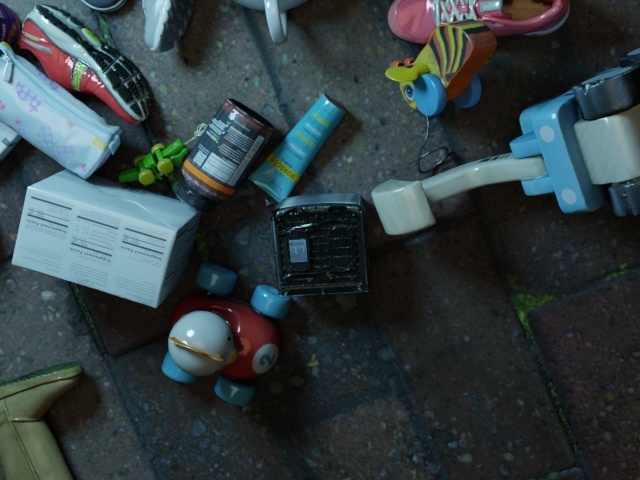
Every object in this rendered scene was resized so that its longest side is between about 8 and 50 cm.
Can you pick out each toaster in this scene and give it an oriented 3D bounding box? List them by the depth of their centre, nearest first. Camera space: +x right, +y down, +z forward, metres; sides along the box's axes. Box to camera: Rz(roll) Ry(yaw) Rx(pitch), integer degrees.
[{"bbox_3d":[0.000,0.000,1.848,0.168,0.110,0.185,-4,105,5],"label":"toaster"}]

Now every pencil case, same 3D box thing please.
[{"bbox_3d":[-0.479,-0.226,1.828,0.273,0.113,0.124,38,129,-13],"label":"pencil case"}]

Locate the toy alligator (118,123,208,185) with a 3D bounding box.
[{"bbox_3d":[-0.274,-0.144,1.895,0.190,0.056,0.051,-30,138,3],"label":"toy alligator"}]

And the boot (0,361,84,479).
[{"bbox_3d":[-0.506,0.379,1.972,0.236,0.089,0.269,-18,96,18],"label":"boot"}]

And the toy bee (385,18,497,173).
[{"bbox_3d":[0.179,-0.274,1.770,0.298,0.195,0.162,-52,58,33],"label":"toy bee"}]

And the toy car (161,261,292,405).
[{"bbox_3d":[-0.180,0.182,1.832,0.210,0.238,0.219,23,100,2],"label":"toy car"}]

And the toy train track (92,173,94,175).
[{"bbox_3d":[-0.423,-0.117,1.928,0.048,0.014,0.083,-26,95,8],"label":"toy train track"}]

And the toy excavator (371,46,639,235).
[{"bbox_3d":[0.364,-0.134,1.749,0.445,0.433,0.222,-10,106,51],"label":"toy excavator"}]

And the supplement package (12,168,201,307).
[{"bbox_3d":[-0.367,-0.009,1.837,0.262,0.204,0.145,17,104,3],"label":"supplement package"}]

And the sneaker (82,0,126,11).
[{"bbox_3d":[-0.427,-0.554,1.815,0.126,0.127,0.321,-18,97,6],"label":"sneaker"}]

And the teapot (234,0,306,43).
[{"bbox_3d":[-0.091,-0.501,1.757,0.256,0.187,0.252,37,100,-1],"label":"teapot"}]

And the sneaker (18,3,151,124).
[{"bbox_3d":[-0.421,-0.298,1.876,0.279,0.107,0.118,43,118,2],"label":"sneaker"}]

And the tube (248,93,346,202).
[{"bbox_3d":[-0.037,-0.166,1.871,0.080,0.052,0.207,40,106,4],"label":"tube"}]

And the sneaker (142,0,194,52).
[{"bbox_3d":[-0.286,-0.467,1.835,0.115,0.105,0.281,4,87,13],"label":"sneaker"}]

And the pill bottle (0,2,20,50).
[{"bbox_3d":[-0.606,-0.370,1.820,0.108,0.193,0.108,1,98,6],"label":"pill bottle"}]

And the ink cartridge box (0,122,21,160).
[{"bbox_3d":[-0.599,-0.204,1.911,0.099,0.056,0.135,45,99,-3],"label":"ink cartridge box"}]

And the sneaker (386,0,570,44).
[{"bbox_3d":[0.265,-0.396,1.762,0.314,0.136,0.116,-4,96,6],"label":"sneaker"}]

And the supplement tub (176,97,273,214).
[{"bbox_3d":[-0.175,-0.145,1.855,0.106,0.106,0.198,35,100,0],"label":"supplement tub"}]
